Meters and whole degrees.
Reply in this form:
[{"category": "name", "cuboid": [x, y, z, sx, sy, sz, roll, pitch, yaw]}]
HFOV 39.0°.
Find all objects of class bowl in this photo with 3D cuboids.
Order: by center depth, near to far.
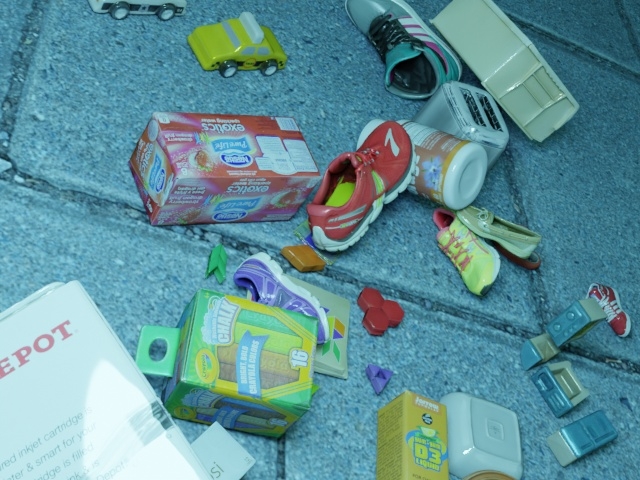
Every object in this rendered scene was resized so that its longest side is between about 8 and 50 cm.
[{"category": "bowl", "cuboid": [0.251, 0.298, 1.367, 0.142, 0.053, 0.142, 23, 45, -19]}]

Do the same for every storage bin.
[{"category": "storage bin", "cuboid": [0.385, -0.368, 1.884, 0.260, 0.123, 0.262, 34, 20, -44]}]

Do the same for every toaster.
[{"category": "toaster", "cuboid": [0.266, -0.197, 1.721, 0.129, 0.146, 0.227, 12, 44, -25]}]

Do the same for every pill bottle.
[{"category": "pill bottle", "cuboid": [0.174, -0.142, 1.589, 0.216, 0.121, 0.121, 25, 32, 35]}]

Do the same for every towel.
[{"category": "towel", "cuboid": [0.000, 0.000, 1.480, 0.083, 0.009, 0.060, 44, 43, 5]}]

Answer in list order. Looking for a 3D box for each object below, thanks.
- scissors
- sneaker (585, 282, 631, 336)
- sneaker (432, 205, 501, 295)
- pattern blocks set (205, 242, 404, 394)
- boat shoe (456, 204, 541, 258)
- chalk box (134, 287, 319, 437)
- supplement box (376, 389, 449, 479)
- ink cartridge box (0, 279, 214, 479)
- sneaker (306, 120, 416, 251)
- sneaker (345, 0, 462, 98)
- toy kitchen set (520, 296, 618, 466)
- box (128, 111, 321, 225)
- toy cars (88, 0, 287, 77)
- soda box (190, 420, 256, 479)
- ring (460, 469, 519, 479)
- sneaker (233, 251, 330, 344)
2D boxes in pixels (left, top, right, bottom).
[{"category": "scissors", "cuboid": [0.296, -0.042, 1.713, 0.297, 0.021, 0.109, 30, 43, -11]}, {"category": "sneaker", "cuboid": [0.547, 0.130, 1.723, 0.067, 0.042, 0.118, 21, 37, -24]}, {"category": "sneaker", "cuboid": [0.248, 0.015, 1.593, 0.094, 0.081, 0.208, 15, 36, -24]}, {"category": "pattern blocks set", "cuboid": [-0.032, 0.121, 1.340, 0.324, 0.026, 0.285, 29, 43, -11]}, {"category": "boat shoe", "cuboid": [0.310, -0.026, 1.576, 0.153, 0.048, 0.056, 33, 33, 5]}, {"category": "chalk box", "cuboid": [-0.126, 0.154, 1.148, 0.213, 0.132, 0.132, 15, 57, -16]}, {"category": "supplement box", "cuboid": [0.126, 0.327, 1.237, 0.078, 0.080, 0.233, 23, 43, -19]}, {"category": "ink cartridge box", "cuboid": [-0.250, 0.282, 0.875, 0.285, 0.166, 0.395, -32, 75, -18]}, {"category": "sneaker", "cuboid": [0.068, -0.107, 1.460, 0.107, 0.118, 0.279, 13, 54, 29]}, {"category": "sneaker", "cuboid": [0.153, -0.394, 1.850, 0.295, 0.124, 0.178, 39, 33, -2]}, {"category": "toy kitchen set", "cuboid": [0.420, 0.225, 1.461, 0.122, 0.166, 0.207, -11, 61, -40]}, {"category": "box", "cuboid": [-0.146, -0.109, 1.388, 0.256, 0.123, 0.128, -4, 57, -37]}, {"category": "toy cars", "cuboid": [-0.229, -0.409, 1.615, 0.393, 0.087, 0.176, 26, 43, -14]}, {"category": "soda box", "cuboid": [-0.175, 0.309, 1.050, 0.074, 0.069, 0.216, 44, 42, 8]}, {"category": "ring", "cuboid": [0.249, 0.470, 1.177, 0.336, 0.032, 0.337, 27, 49, -36]}, {"category": "sneaker", "cuboid": [-0.058, 0.095, 1.293, 0.170, 0.068, 0.071, 41, 57, 15]}]
